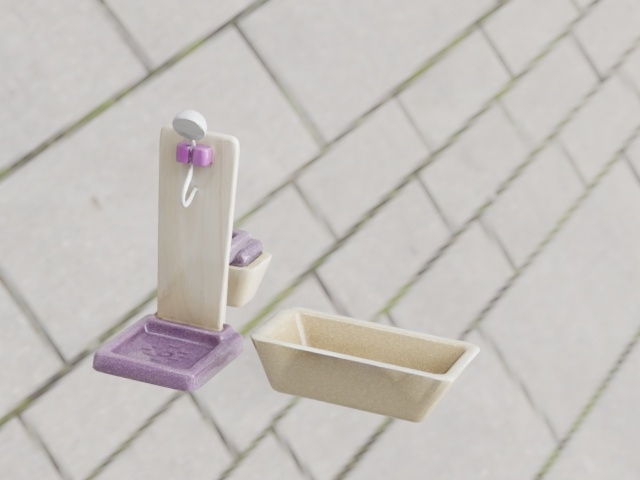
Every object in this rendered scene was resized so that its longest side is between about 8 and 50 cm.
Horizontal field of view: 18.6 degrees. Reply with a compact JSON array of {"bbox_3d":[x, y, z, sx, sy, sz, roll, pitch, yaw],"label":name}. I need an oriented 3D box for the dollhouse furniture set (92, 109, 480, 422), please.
[{"bbox_3d":[0.000,0.000,0.612,0.091,0.114,0.081,-38,136,-63],"label":"dollhouse furniture set"}]
